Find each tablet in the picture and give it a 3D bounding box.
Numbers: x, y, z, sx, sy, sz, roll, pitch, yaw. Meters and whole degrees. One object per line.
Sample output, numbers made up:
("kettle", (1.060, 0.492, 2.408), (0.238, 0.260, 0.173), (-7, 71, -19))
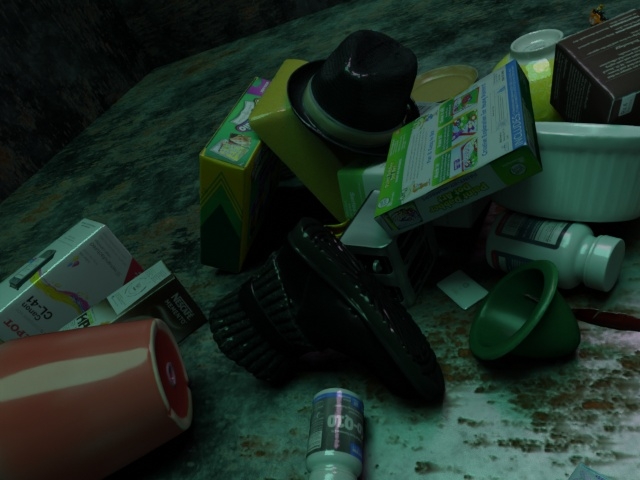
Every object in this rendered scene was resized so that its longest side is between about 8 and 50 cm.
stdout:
("tablet", (0.248, 0.085, 0.843), (0.054, 0.006, 0.083), (-31, 36, -7))

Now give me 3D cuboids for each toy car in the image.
("toy car", (0.825, -0.656, 1.422), (0.122, 0.060, 0.040), (-36, -11, -42))

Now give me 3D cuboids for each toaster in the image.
("toaster", (0.127, 0.011, 0.877), (0.110, 0.168, 0.186), (9, 49, 35))

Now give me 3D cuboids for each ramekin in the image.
("ramekin", (0.418, -0.124, 0.811), (0.277, 0.135, 0.277), (0, 17, 0))

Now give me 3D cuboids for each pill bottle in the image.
("pill bottle", (0.021, 0.284, 0.667), (0.078, 0.078, 0.137), (-13, 38, 17))
("pill bottle", (0.370, 0.017, 0.766), (0.180, 0.108, 0.108), (20, 55, 45))

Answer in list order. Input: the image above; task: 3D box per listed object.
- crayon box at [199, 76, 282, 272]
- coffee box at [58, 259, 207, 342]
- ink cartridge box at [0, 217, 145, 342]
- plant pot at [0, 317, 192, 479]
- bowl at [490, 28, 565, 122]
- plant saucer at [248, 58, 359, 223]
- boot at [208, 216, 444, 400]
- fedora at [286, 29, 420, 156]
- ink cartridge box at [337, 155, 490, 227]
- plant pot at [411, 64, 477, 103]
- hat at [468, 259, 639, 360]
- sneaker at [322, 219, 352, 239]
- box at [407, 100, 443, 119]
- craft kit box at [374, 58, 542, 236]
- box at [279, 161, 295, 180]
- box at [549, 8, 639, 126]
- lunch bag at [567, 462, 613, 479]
("crayon box", (-0.177, -0.161, 1.151), (0.106, 0.313, 0.363), (14, 44, 2))
("coffee box", (-0.385, 0.176, 1.003), (0.246, 0.141, 0.098), (-38, 36, -15))
("ink cartridge box", (-0.565, 0.132, 1.099), (0.131, 0.226, 0.306), (11, 50, 42))
("plant pot", (-0.361, 0.260, 0.802), (0.243, 0.275, 0.275), (-18, 35, -7))
("bowl", (0.534, -0.413, 1.172), (0.289, 0.156, 0.289), (-16, 37, 13))
("plant saucer", (0.016, -0.254, 1.132), (0.081, 0.333, 0.333), (-26, 30, 34))
("boot", (0.000, 0.163, 0.773), (0.260, 0.131, 0.348), (-47, 72, 18))
("fedora", (0.095, -0.328, 0.993), (0.333, 0.152, 0.334), (12, 48, -14))
("ink cartridge box", (0.205, -0.124, 0.994), (0.272, 0.115, 0.198), (7, 32, 33))
("plant pot", (0.352, -0.456, 1.446), (0.236, 0.032, 0.236), (-16, 37, 13))
("hat", (0.348, 0.144, 0.690), (0.173, 0.183, 0.208), (-56, 2, -12))
("sneaker", (0.000, 0.000, 1.053), (0.175, 0.067, 0.064), (-27, 37, 2))
("box", (0.271, -0.250, 1.141), (0.072, 0.137, 0.126), (-41, 38, -22))
("craft kit box", (0.212, -0.147, 0.766), (0.246, 0.061, 0.250), (-23, 34, 36))
("box", (-0.097, -0.268, 1.462), (0.270, 0.060, 0.216), (-17, 37, 13))
("box", (0.585, -0.304, 0.948), (0.167, 0.168, 0.203), (-21, 54, 6))
("lunch bag", (0.299, 0.293, 0.507), (0.071, 0.053, 0.083), (-40, 28, -23))
